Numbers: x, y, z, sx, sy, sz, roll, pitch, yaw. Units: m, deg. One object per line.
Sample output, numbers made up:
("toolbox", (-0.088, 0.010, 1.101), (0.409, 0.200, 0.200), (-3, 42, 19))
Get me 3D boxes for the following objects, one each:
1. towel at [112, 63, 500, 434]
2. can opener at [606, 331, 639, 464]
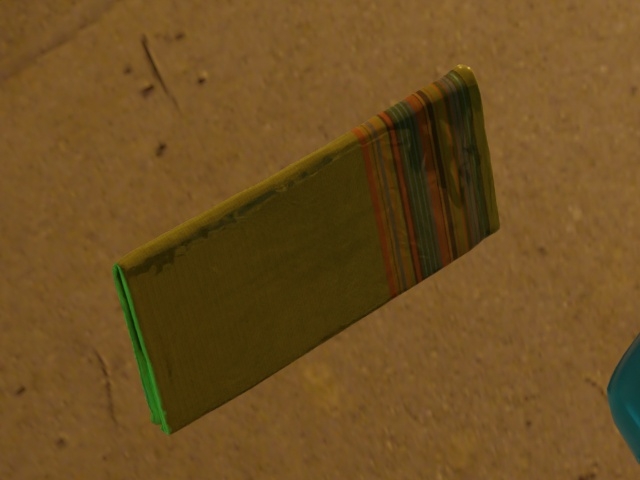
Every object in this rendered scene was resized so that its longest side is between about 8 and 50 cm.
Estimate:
("towel", (0.000, 0.000, 0.801), (0.237, 0.102, 0.021), (-31, 33, -31))
("can opener", (0.209, -0.002, 0.418), (0.280, 0.074, 0.093), (-30, 70, 10))
